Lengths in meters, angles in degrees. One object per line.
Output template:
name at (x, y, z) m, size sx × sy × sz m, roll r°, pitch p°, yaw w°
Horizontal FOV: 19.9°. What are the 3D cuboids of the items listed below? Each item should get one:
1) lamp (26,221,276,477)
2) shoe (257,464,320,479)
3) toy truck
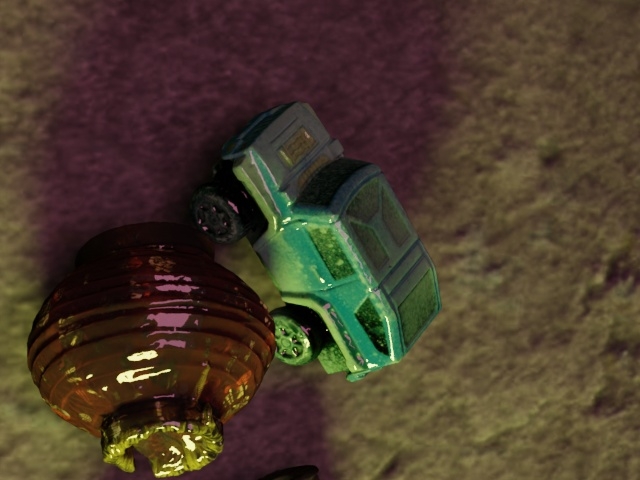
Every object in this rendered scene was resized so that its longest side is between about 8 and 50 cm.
lamp at (-0.162, 0.110, 1.760) m, size 0.247 × 0.247 × 0.247 m, roll -1°, pitch 92°, yaw -26°
shoe at (-0.101, 0.349, 1.859) m, size 0.293 × 0.109 × 0.149 m, roll -25°, pitch 96°, yaw -28°
toy truck at (0.000, 0.000, 1.854) m, size 0.278 × 0.156 × 0.155 m, roll 60°, pitch 41°, yaw -16°
